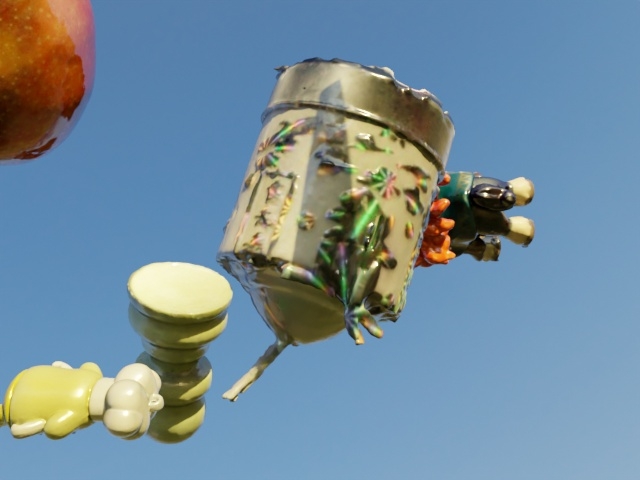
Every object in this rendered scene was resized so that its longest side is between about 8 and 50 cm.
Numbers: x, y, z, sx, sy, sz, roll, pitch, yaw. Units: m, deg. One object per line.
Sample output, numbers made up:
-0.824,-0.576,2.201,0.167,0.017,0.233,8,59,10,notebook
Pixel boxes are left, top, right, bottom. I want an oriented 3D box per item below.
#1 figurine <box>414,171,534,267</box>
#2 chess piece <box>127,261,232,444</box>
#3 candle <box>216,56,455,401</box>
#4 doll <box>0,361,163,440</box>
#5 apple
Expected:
0.108,-0.047,1.228,0.411,0.306,0.241,7,-88,-47,figurine
-0.208,0.172,1.229,0.144,0.144,0.251,-4,-61,-26,chess piece
0.000,0.000,0.795,0.187,0.187,0.330,34,-111,-45,candle
-0.228,0.154,0.831,0.162,0.106,0.062,-2,-59,11,doll
-0.318,-0.176,0.787,0.229,0.230,0.230,-16,-43,-15,apple
